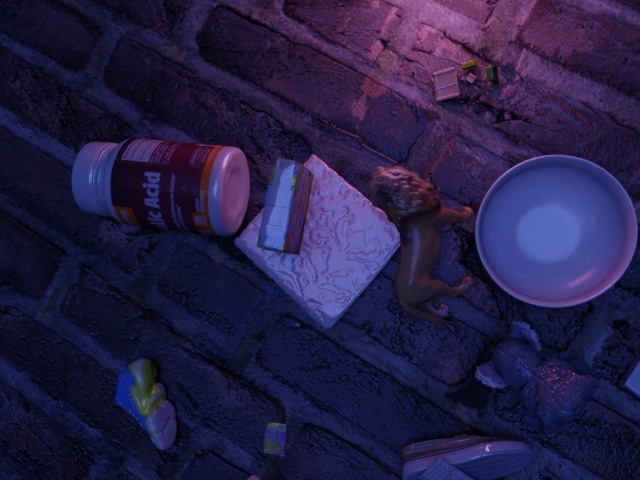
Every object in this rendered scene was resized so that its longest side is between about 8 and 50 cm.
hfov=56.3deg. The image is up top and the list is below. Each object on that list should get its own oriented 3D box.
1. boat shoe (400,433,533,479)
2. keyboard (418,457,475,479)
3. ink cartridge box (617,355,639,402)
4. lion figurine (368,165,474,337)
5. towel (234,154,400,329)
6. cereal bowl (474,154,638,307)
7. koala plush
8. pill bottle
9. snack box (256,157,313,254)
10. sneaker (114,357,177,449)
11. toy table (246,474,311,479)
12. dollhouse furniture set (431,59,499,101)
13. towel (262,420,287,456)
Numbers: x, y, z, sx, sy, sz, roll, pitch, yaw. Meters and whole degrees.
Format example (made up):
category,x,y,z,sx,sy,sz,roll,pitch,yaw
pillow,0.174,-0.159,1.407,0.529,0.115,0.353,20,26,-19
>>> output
category,x,y,z,sx,sy,sz,roll,pitch,yaw
boat shoe,0.330,0.492,1.382,0.302,0.094,0.109,-11,126,4
keyboard,0.339,0.573,1.355,0.256,0.014,0.072,36,113,-16
ink cartridge box,0.784,0.303,1.349,0.145,0.045,0.179,40,76,11
lion figurine,0.225,0.027,1.365,0.240,0.142,0.392,3,78,-32
towel,0.000,0.000,1.502,0.332,0.053,0.317,42,93,10
cereal bowl,0.519,-0.017,1.359,0.338,0.141,0.339,-1,86,10
koala plush,0.478,0.301,1.334,0.221,0.203,0.196,42,94,22
pill bottle,-0.395,-0.139,1.498,0.392,0.224,0.224,6,87,11
snack box,-0.079,-0.075,1.405,0.070,0.174,0.207,9,87,11
sneaker,-0.458,0.429,1.554,0.126,0.091,0.240,-20,83,27
toy table,-0.091,0.685,1.393,0.274,0.252,0.161,29,109,3
dollhouse furniture set,0.356,-0.395,1.476,0.151,0.058,0.076,-10,92,29
towel,-0.115,0.501,1.510,0.060,0.009,0.083,4,86,12
